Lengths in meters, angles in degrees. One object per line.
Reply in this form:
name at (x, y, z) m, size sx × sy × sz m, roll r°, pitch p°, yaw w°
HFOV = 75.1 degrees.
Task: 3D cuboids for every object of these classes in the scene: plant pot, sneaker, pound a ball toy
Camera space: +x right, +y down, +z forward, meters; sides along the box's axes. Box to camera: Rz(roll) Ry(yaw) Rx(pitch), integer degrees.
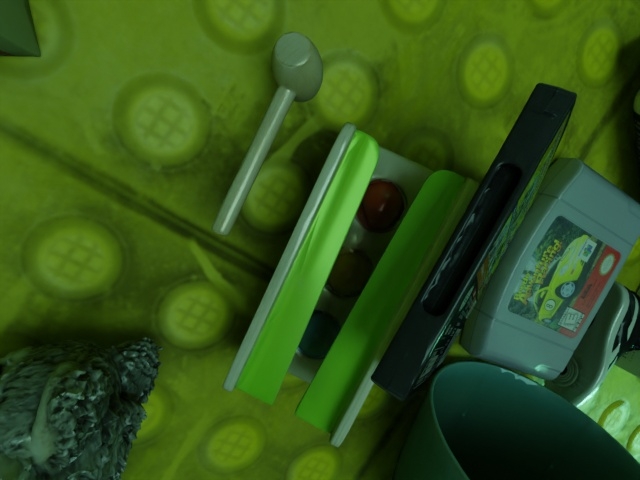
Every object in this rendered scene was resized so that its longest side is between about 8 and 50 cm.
plant pot at (0.217, 0.338, 0.511) m, size 0.293 × 0.293 × 0.235 m, roll 13°, pitch 114°, yaw -24°
sneaker at (0.449, 0.178, 0.654) m, size 0.121 × 0.079 × 0.216 m, roll 21°, pitch 96°, yaw -24°
pound a ball toy at (0.000, 0.000, 0.418) m, size 0.208 × 0.136 × 0.319 m, roll 25°, pitch 99°, yaw 4°

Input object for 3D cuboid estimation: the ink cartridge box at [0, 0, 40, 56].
ink cartridge box at (-0.284, -0.178, 0.235) m, size 0.176 × 0.128 × 0.127 m, roll -9°, pitch 109°, yaw -18°

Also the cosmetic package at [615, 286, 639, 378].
cosmetic package at (0.638, 0.081, 0.586) m, size 0.098 × 0.284 × 0.377 m, roll 14°, pitch 100°, yaw -23°

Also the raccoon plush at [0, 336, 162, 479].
raccoon plush at (-0.186, 0.292, 0.360) m, size 0.299 × 0.216 × 0.446 m, roll -40°, pitch 107°, yaw -9°

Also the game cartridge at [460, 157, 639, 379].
game cartridge at (0.322, 0.047, 0.583) m, size 0.196 × 0.060 × 0.294 m, roll 22°, pitch 97°, yaw -21°

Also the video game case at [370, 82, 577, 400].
video game case at (0.152, 0.025, 0.418) m, size 0.248 × 0.035 × 0.275 m, roll -60°, pitch 157°, yaw 0°

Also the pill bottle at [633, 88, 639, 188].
pill bottle at (0.501, -0.144, 0.537) m, size 0.153 × 0.153 × 0.264 m, roll -30°, pitch 113°, yaw -11°
